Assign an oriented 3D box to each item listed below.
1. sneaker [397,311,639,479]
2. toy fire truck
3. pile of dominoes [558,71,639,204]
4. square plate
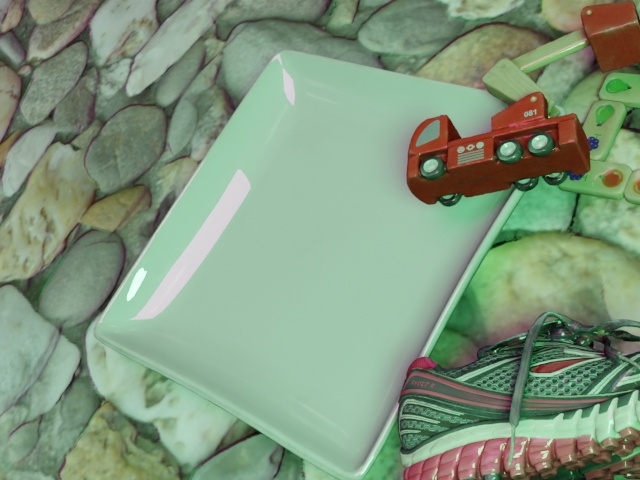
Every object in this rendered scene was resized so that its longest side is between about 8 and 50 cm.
[{"bbox_3d":[0.182,0.096,0.670,0.299,0.121,0.112,-19,57,22],"label":"sneaker"},{"bbox_3d":[0.161,-0.107,0.813,0.192,0.047,0.135,-11,54,25],"label":"toy fire truck"},{"bbox_3d":[0.322,-0.110,0.778,0.251,0.040,0.196,14,69,38],"label":"pile of dominoes"},{"bbox_3d":[0.000,0.000,0.909,0.344,0.049,0.347,20,73,41],"label":"square plate"}]
